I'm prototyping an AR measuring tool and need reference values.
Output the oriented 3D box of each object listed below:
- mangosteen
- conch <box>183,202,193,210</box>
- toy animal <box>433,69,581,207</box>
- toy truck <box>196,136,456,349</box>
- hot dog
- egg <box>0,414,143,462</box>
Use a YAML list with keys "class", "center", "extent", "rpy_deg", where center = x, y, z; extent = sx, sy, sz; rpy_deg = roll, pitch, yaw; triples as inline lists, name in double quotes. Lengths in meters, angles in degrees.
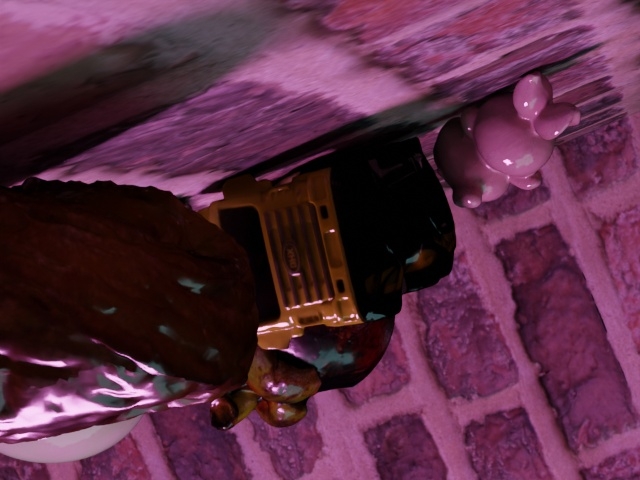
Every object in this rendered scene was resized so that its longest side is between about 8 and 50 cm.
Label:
- class: "mangosteen"
  center: [-0.043, 0.106, 2.212]
  extent: [0.311, 0.311, 0.311]
  rpy_deg: [-22, 177, -1]
- class: "conch"
  center: [-0.207, 0.039, 1.633]
  extent: [0.245, 0.163, 0.178]
  rpy_deg: [-44, -162, 34]
- class: "toy animal"
  center: [0.228, -0.122, 1.785]
  extent: [0.124, 0.124, 0.212]
  rpy_deg: [-19, 169, -44]
- class: "toy truck"
  center: [0.000, 0.000, 1.733]
  extent: [0.254, 0.181, 0.405]
  rpy_deg: [-15, -178, 15]
- class: "hot dog"
  center: [-0.235, 0.050, 0.984]
  extent: [0.387, 0.174, 0.267]
  rpy_deg: [-13, 176, 9]
- class: "egg"
  center: [-0.345, 0.182, 2.063]
  extent: [0.269, 0.220, 0.220]
  rpy_deg: [-18, 176, -38]
